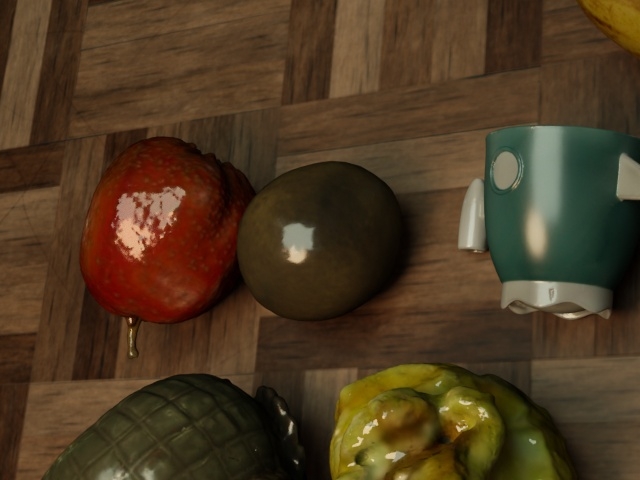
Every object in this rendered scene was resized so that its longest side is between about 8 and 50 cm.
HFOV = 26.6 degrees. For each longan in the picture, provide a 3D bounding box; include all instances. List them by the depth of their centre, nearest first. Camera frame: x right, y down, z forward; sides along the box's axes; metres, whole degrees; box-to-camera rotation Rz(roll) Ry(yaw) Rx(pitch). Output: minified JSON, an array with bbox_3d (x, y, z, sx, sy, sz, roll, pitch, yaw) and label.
[{"bbox_3d":[0.000,0.000,1.465,0.187,0.167,0.167,-40,53,-16],"label":"longan"}]

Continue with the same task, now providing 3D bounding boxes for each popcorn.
[{"bbox_3d":[0.108,0.227,1.258,0.276,0.276,0.225,30,94,35],"label":"popcorn"}]

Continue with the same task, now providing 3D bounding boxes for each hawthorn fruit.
[{"bbox_3d":[-0.182,0.012,1.544,0.205,0.205,0.253,24,88,35],"label":"hawthorn fruit"}]

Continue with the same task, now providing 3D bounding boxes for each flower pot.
[{"bbox_3d":[-0.134,0.280,1.374,0.302,0.302,0.213,-46,70,7],"label":"flower pot"}]

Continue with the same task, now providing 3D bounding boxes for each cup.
[{"bbox_3d":[0.238,-0.013,1.335,0.299,0.167,0.173,-7,76,56],"label":"cup"}]

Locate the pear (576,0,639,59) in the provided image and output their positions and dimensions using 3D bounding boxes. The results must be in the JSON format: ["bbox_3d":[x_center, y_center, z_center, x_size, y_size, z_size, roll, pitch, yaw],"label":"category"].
[{"bbox_3d":[0.370,-0.288,1.298,0.280,0.281,0.281,-11,66,27],"label":"pear"}]
